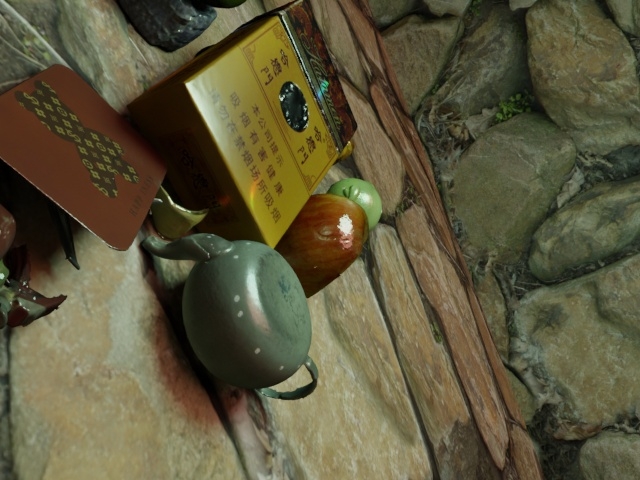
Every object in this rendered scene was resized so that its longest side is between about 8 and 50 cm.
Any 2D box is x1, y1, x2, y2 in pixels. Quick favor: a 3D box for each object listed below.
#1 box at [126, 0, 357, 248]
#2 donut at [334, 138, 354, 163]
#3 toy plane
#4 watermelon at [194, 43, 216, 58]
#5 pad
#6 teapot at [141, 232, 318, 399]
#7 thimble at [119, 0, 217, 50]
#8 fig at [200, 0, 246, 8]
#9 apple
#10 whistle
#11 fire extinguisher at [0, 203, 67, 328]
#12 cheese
[{"bbox_3d":[-0.089,-0.198,0.924,0.264,0.116,0.415,64,35,-25],"label":"box"},{"bbox_3d":[-0.007,-0.272,1.340,0.226,0.114,0.226,49,27,-36],"label":"donut"},{"bbox_3d":[-0.275,-0.082,0.622,0.226,0.058,0.226,36,37,-45],"label":"toy plane"},{"bbox_3d":[-0.181,-0.289,1.054,0.094,0.125,0.135,90,20,-64],"label":"watermelon"},{"bbox_3d":[-0.249,-0.101,0.622,0.181,0.004,0.267,46,15,-24],"label":"pad"},{"bbox_3d":[-0.099,0.098,0.751,0.294,0.129,0.193,60,23,-20],"label":"teapot"},{"bbox_3d":[-0.248,-0.394,0.943,0.150,0.098,0.150,49,27,-35],"label":"thimble"},{"bbox_3d":[-0.171,-0.412,0.879,0.117,0.117,0.177,63,31,-6],"label":"fig"},{"bbox_3d":[0.000,0.000,1.005,0.160,0.173,0.195,63,18,-13],"label":"apple"},{"bbox_3d":[0.071,-0.078,1.352,0.294,0.141,0.141,-64,129,-86],"label":"whistle"},{"bbox_3d":[-0.322,-0.043,0.435,0.337,0.106,0.147,55,2,-28],"label":"fire extinguisher"},{"bbox_3d":[-0.195,-0.034,0.759,0.084,0.060,0.041,38,35,-37],"label":"cheese"}]
